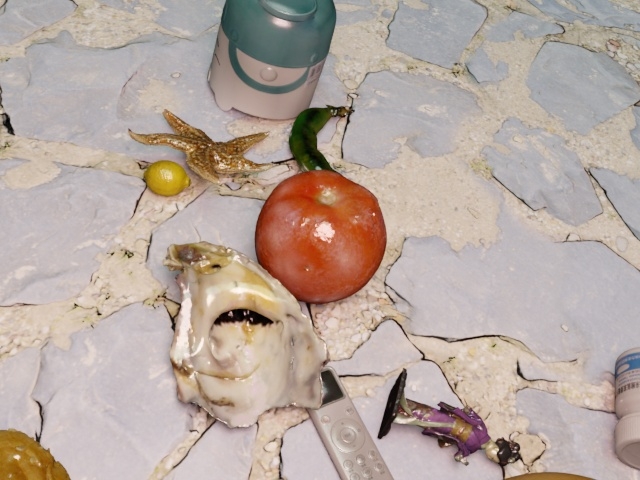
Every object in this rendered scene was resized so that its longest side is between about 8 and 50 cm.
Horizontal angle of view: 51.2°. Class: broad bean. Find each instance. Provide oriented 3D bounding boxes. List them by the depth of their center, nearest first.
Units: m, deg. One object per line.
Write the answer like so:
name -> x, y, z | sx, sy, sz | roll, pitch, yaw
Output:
broad bean -> 0.011, -0.171, 1.280 | 0.144, 0.049, 0.291 | 4, 50, -13

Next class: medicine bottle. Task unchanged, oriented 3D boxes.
medicine bottle -> 0.506, 0.256, 1.025 | 0.105, 0.105, 0.168 | 20, 49, 2

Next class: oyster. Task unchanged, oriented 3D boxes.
oyster -> -0.119, 0.133, 0.964 | 0.275, 0.100, 0.271 | 14, 56, -1

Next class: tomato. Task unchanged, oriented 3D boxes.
tomato -> 0.000, 0.000, 1.046 | 0.208, 0.184, 0.208 | 5, 42, -5

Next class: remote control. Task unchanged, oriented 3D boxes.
remote control -> 0.045, 0.288, 0.923 | 0.067, 0.029, 0.261 | -15, 56, -25

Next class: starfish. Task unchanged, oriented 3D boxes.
starfish -> -0.200, -0.164, 1.190 | 0.277, 0.062, 0.236 | -2, 35, -38

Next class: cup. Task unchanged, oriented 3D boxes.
cup -> -0.090, -0.411, 1.322 | 0.219, 0.257, 0.289 | 14, 49, -11

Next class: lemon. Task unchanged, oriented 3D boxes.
lemon -> -0.262, -0.106, 1.146 | 0.083, 0.062, 0.062 | 9, 50, -5

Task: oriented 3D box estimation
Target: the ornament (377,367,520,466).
ornament -> 0.184, 0.272, 0.939 | 0.203, 0.088, 0.081 | 27, 51, 6

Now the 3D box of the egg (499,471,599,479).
egg -> 0.259, 0.391, 0.751 | 0.323, 0.250, 0.250 | -13, 56, -31

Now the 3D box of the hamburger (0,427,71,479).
hamburger -> -0.359, 0.332, 0.714 | 0.211, 0.132, 0.309 | -26, 60, -28
